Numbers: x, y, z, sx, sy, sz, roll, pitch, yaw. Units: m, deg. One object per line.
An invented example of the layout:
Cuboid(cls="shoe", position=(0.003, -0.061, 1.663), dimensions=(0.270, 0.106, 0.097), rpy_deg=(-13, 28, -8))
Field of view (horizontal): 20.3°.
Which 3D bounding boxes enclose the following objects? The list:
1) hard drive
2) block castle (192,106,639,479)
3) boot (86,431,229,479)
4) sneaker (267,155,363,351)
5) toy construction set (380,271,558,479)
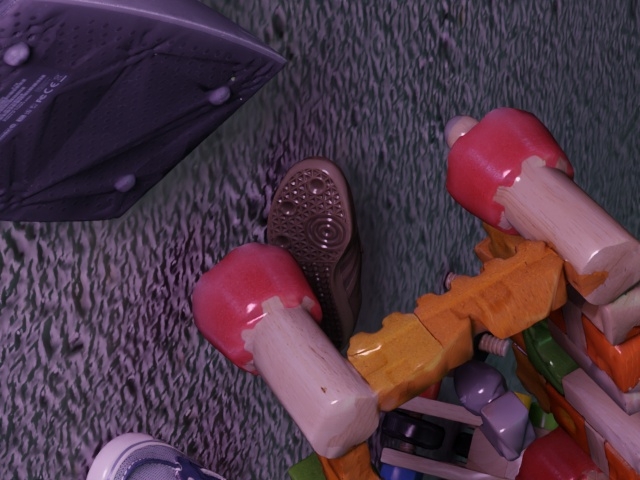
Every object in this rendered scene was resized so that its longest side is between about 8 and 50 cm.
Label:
Cuboid(cls="hard drive", position=(-0.143, -0.080, 0.975), dimensions=(0.172, 0.054, 0.255), rpy_deg=(-41, 160, 21))
Cuboid(cls="block castle", position=(0.101, 0.136, 1.372), dimensions=(0.303, 0.213, 0.453), rpy_deg=(-29, 135, -12))
Cuboid(cls="boot", position=(-0.088, 0.188, 1.281), dimensions=(0.190, 0.086, 0.069), rpy_deg=(31, 77, -63))
Cuboid(cls="sneaker", position=(0.000, 0.000, 1.387), dimensions=(0.071, 0.066, 0.188), rpy_deg=(-69, 163, -48))
Cuboid(cls="toy construction set", position=(0.183, 0.239, 1.656), dimensions=(0.309, 0.237, 0.257), rpy_deg=(-59, 150, -26))
